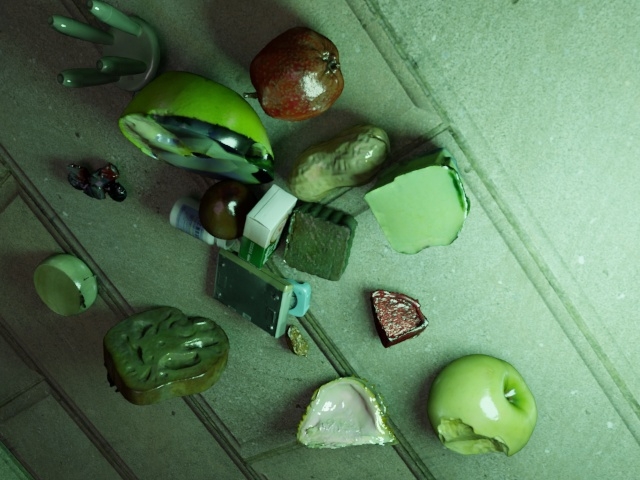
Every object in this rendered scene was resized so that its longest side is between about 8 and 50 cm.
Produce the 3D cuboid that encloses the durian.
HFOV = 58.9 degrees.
[{"bbox_3d":[0.082,0.505,1.714,0.305,0.185,0.195,-5,93,21],"label":"durian"}]

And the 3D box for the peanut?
[{"bbox_3d":[0.037,-0.184,1.395,0.313,0.149,0.149,-20,105,33],"label":"peanut"}]

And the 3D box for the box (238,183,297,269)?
[{"bbox_3d":[-0.143,-0.033,1.512,0.081,0.135,0.199,30,144,8],"label":"box"}]

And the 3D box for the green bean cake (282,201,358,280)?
[{"bbox_3d":[0.000,0.000,1.523,0.173,0.094,0.181,18,120,14],"label":"green bean cake"}]

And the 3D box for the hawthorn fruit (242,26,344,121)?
[{"bbox_3d":[-0.074,-0.374,1.314,0.253,0.205,0.205,-9,111,34],"label":"hawthorn fruit"}]

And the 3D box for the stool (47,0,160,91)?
[{"bbox_3d":[-0.546,-0.483,1.437,0.195,0.199,0.195,-5,96,30],"label":"stool"}]

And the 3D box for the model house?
[{"bbox_3d":[0.243,-0.108,1.306,0.214,0.189,0.195,-24,112,28],"label":"model house"}]

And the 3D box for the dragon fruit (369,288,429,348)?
[{"bbox_3d":[0.205,0.203,1.552,0.127,0.121,0.161,111,136,-72],"label":"dragon fruit"}]

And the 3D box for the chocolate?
[{"bbox_3d":[-0.244,-0.086,1.522,0.177,0.177,0.176,10,118,19],"label":"chocolate"}]

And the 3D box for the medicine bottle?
[{"bbox_3d":[-0.334,-0.051,1.641,0.187,0.103,0.102,26,122,11],"label":"medicine bottle"}]

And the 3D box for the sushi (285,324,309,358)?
[{"bbox_3d":[-0.069,0.311,1.729,0.118,0.061,0.060,51,150,-14],"label":"sushi"}]

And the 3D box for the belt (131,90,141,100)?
[{"bbox_3d":[-0.468,-0.369,1.569,0.105,0.058,0.140,47,127,6],"label":"belt"}]

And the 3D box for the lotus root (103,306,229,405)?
[{"bbox_3d":[-0.489,0.359,1.767,0.391,0.375,0.111,11,124,6],"label":"lotus root"}]

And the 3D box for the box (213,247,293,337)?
[{"bbox_3d":[-0.209,0.155,1.688,0.270,0.045,0.210,29,124,24],"label":"box"}]

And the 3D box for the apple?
[{"bbox_3d":[0.410,0.427,1.466,0.279,0.279,0.279,10,118,19],"label":"apple"}]

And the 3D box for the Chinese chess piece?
[{"bbox_3d":[-0.898,0.158,2.003,0.238,0.092,0.237,10,117,20],"label":"Chinese chess piece"}]

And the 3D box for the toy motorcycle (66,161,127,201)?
[{"bbox_3d":[-0.693,-0.190,1.742,0.213,0.082,0.122,15,121,15],"label":"toy motorcycle"}]

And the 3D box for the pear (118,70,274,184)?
[{"bbox_3d":[-0.288,-0.287,1.403,0.399,0.399,0.165,11,80,19],"label":"pear"}]

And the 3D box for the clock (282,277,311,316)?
[{"bbox_3d":[-0.103,0.159,1.678,0.147,0.045,0.108,17,120,17],"label":"clock"}]
